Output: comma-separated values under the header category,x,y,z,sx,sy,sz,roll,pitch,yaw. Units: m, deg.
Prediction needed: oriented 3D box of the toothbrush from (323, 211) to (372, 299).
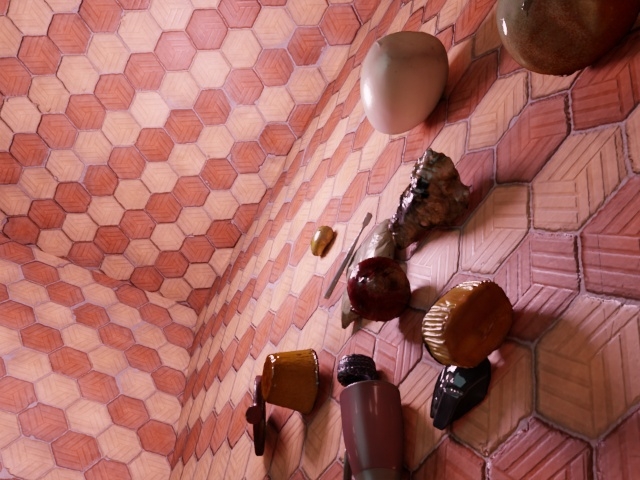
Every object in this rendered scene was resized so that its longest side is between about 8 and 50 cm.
category,x,y,z,sx,sy,sz,roll,pitch,yaw
toothbrush,0.088,0.054,1.828,0.030,0.025,0.342,-71,7,-71

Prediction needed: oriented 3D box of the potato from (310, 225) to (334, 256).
category,x,y,z,sx,sy,sz,roll,pitch,yaw
potato,0.000,0.000,2.235,0.138,0.070,0.091,-59,19,20

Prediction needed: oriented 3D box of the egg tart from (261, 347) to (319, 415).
category,x,y,z,sx,sy,sz,roll,pitch,yaw
egg tart,-0.092,0.448,1.770,0.215,0.171,0.215,-172,90,-72

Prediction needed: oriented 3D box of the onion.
category,x,y,z,sx,sy,sz,roll,pitch,yaw
onion,0.150,0.132,1.480,0.184,0.184,0.147,-65,-19,2

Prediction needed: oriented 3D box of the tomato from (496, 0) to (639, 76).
category,x,y,z,sx,sy,sz,roll,pitch,yaw
tomato,0.528,-0.520,1.184,0.303,0.239,0.303,-55,17,26

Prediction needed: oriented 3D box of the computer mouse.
category,x,y,z,sx,sy,sz,roll,pitch,yaw
computer mouse,0.274,0.302,1.129,0.192,0.062,0.106,-57,20,21

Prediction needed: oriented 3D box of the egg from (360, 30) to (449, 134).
category,x,y,z,sx,sy,sz,roll,pitch,yaw
egg,0.270,-0.519,1.828,0.283,0.283,0.345,-121,43,-68

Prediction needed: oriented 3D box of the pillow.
category,x,y,z,sx,sy,sz,roll,pitch,yaw
pillow,0.140,0.099,1.726,0.274,0.076,0.280,-49,24,45

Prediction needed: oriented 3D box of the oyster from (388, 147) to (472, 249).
category,x,y,z,sx,sy,sz,roll,pitch,yaw
oyster,0.274,-0.104,1.510,0.337,0.133,0.197,118,141,-59

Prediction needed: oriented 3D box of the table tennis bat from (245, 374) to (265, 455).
category,x,y,z,sx,sy,sz,roll,pitch,yaw
table tennis bat,-0.211,0.587,1.861,0.414,0.051,0.268,96,172,-72

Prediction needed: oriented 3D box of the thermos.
category,x,y,z,sx,sy,sz,roll,pitch,yaw
thermos,0.113,0.472,1.239,0.176,0.146,0.265,-42,34,37

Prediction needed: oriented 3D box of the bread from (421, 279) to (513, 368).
category,x,y,z,sx,sy,sz,roll,pitch,yaw
bread,0.295,0.162,1.089,0.190,0.132,0.114,-40,11,-21

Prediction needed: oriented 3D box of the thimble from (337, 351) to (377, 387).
category,x,y,z,sx,sy,sz,roll,pitch,yaw
thimble,0.098,0.352,1.476,0.095,0.104,0.066,-51,22,33
